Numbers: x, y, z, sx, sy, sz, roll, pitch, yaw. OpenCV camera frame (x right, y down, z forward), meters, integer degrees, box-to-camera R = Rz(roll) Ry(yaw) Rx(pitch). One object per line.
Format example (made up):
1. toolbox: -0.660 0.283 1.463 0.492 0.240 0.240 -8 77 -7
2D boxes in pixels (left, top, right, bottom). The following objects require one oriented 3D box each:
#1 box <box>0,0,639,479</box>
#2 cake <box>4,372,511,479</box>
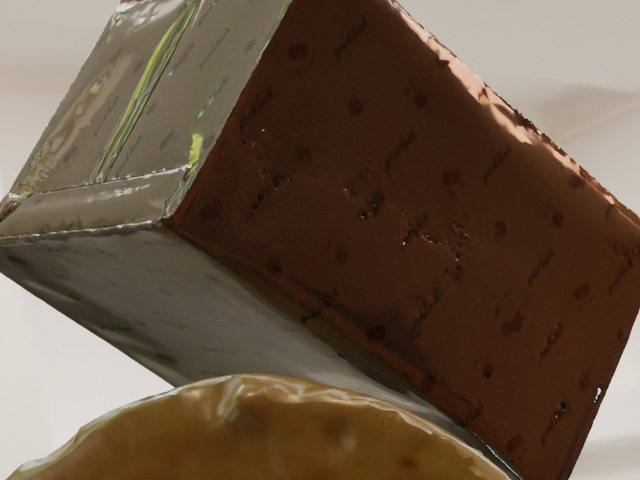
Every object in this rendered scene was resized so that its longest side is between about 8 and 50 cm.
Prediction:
1. box: 0.000 0.000 1.023 0.297 0.225 0.190 37 -113 -29
2. cake: -0.017 0.234 0.884 0.321 0.332 0.332 73 -179 -78
